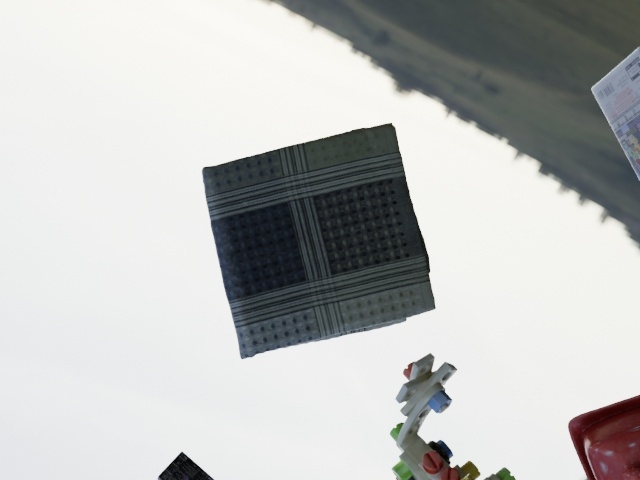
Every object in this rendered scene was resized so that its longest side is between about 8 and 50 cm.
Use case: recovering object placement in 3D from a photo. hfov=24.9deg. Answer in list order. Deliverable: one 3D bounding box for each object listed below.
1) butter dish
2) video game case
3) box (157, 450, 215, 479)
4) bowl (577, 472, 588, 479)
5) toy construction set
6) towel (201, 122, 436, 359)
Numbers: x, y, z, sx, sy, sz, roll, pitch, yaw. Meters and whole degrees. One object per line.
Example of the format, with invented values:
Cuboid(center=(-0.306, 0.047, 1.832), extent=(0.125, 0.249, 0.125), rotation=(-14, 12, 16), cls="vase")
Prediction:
Cuboid(center=(0.435, 0.309, 2.000), extent=(0.160, 0.160, 0.118), rotation=(66, -161, -7), cls="butter dish")
Cuboid(center=(0.483, -0.178, 2.142), extent=(0.183, 0.023, 0.201), rotation=(63, 166, 6), cls="video game case")
Cuboid(center=(-0.243, 0.434, 2.632), extent=(0.083, 0.018, 0.067), rotation=(39, -119, 8), cls="box")
Cuboid(center=(0.557, 0.385, 2.200), extent=(0.311, 0.163, 0.311), rotation=(26, -170, -5), cls="bowl")
Cuboid(center=(0.190, 0.335, 2.117), extent=(0.215, 0.151, 0.328), rotation=(71, 172, -60), cls="toy construction set")
Cuboid(center=(0.000, 0.000, 2.248), extent=(0.324, 0.312, 0.056), rotation=(-13, -178, -6), cls="towel")
